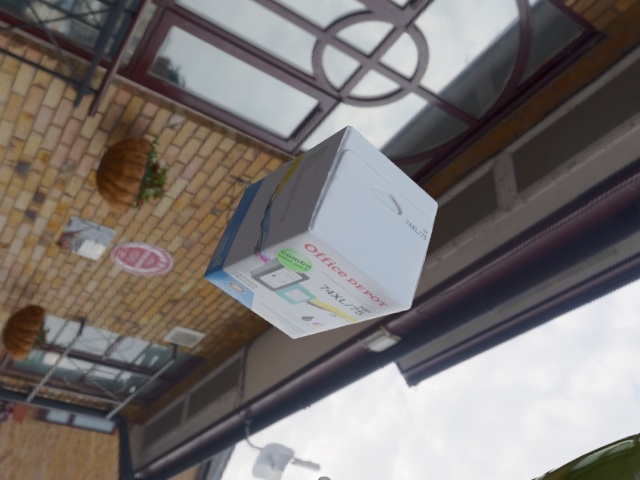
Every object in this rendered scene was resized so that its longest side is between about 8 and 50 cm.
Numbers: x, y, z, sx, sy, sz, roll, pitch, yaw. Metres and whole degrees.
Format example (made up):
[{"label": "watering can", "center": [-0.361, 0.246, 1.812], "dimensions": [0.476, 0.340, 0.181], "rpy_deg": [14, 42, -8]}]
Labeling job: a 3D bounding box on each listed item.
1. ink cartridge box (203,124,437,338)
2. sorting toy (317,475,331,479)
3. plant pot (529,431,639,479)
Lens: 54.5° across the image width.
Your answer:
[{"label": "ink cartridge box", "center": [0.000, 0.000, 0.945], "dimensions": [0.270, 0.198, 0.197], "rpy_deg": [-24, -144, 48]}, {"label": "sorting toy", "center": [0.015, 0.522, 1.057], "dimensions": [0.038, 0.208, 0.192], "rpy_deg": [-14, -98, 11]}, {"label": "plant pot", "center": [0.610, 0.536, 1.175], "dimensions": [0.366, 0.367, 0.353], "rpy_deg": [-100, -151, -47]}]
